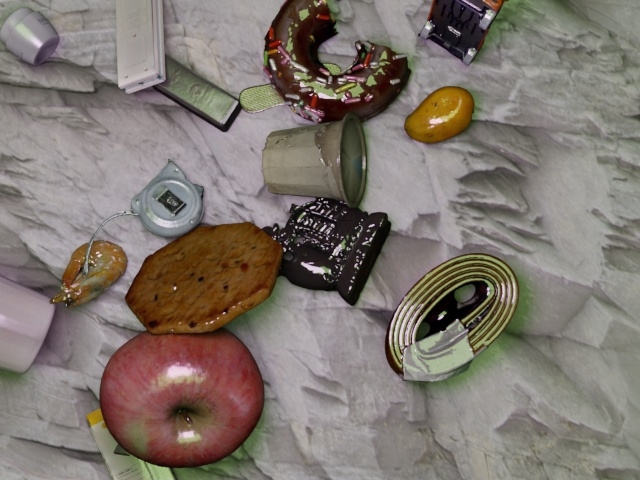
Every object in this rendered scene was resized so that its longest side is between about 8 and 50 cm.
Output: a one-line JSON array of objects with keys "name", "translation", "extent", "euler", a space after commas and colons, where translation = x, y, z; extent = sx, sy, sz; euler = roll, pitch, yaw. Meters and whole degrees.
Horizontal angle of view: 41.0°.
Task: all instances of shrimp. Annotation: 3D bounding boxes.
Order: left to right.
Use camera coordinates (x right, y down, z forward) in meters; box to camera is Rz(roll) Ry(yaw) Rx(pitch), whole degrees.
[{"name": "shrimp", "translation": [-0.529, 0.076, 1.928], "extent": [0.115, 0.051, 0.217], "euler": [39, 53, 8]}]

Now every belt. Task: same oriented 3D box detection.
[{"name": "belt", "translation": [0.285, 0.175, 1.898], "extent": [0.339, 0.122, 0.217], "euler": [-43, 83, -4]}]

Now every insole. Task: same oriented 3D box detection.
[{"name": "insole", "translation": [-0.069, -0.356, 2.014], "extent": [0.253, 0.005, 0.086], "euler": [-18, 84, 0]}]

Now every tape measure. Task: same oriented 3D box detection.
[{"name": "tape measure", "translation": [-0.395, -0.026, 1.915], "extent": [0.164, 0.084, 0.330], "euler": [35, 67, 8]}]

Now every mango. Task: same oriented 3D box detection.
[{"name": "mango", "translation": [0.277, -0.282, 1.954], "extent": [0.165, 0.089, 0.115], "euler": [-45, 83, 0]}]

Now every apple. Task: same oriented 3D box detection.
[{"name": "apple", "translation": [-0.295, 0.320, 1.836], "extent": [0.345, 0.269, 0.344], "euler": [-3, 111, -9]}]

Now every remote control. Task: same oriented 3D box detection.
[{"name": "remote control", "translation": [-0.413, -0.477, 1.970], "extent": [0.103, 0.055, 0.277], "euler": [-15, 67, 20]}]

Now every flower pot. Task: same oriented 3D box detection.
[{"name": "flower pot", "translation": [-0.016, -0.180, 1.898], "extent": [0.203, 0.212, 0.212], "euler": [3, 84, 17]}]

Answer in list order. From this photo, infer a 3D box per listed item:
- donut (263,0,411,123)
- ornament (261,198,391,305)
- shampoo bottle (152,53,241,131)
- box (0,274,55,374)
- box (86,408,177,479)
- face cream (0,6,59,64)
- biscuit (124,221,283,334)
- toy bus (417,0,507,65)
[{"name": "donut", "translation": [0.010, -0.406, 1.950], "extent": [0.345, 0.136, 0.259], "euler": [43, 84, 5]}, {"name": "ornament", "translation": [0.000, 0.000, 1.940], "extent": [0.260, 0.106, 0.251], "euler": [25, 79, 13]}, {"name": "shampoo bottle", "translation": [-0.304, -0.350, 1.984], "extent": [0.246, 0.079, 0.080], "euler": [32, 86, 5]}, {"name": "box", "translation": [-0.719, 0.183, 1.890], "extent": [0.206, 0.291, 0.262], "euler": [26, 78, -19]}, {"name": "box", "translation": [-0.421, 0.480, 1.933], "extent": [0.129, 0.033, 0.247], "euler": [-25, 84, -1]}, {"name": "face cream", "translation": [-0.677, -0.475, 1.992], "extent": [0.104, 0.117, 0.117], "euler": [41, 87, -2]}, {"name": "biscuit", "translation": [-0.249, 0.079, 1.844], "extent": [0.359, 0.359, 0.046], "euler": [-18, 124, 0]}, {"name": "toy bus", "translation": [0.321, -0.508, 1.854], "extent": [0.143, 0.329, 0.153], "euler": [34, 84, 5]}]
